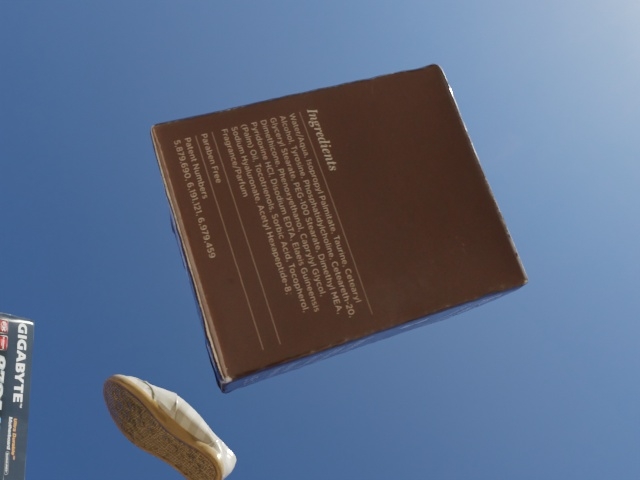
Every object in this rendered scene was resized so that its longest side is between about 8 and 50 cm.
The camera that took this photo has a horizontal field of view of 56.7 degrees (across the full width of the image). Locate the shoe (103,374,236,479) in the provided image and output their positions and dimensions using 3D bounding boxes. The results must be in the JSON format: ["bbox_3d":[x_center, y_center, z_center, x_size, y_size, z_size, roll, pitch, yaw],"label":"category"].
[{"bbox_3d":[-0.208,0.255,0.812,0.219,0.058,0.076,33,-69,17],"label":"shoe"}]

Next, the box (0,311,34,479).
[{"bbox_3d":[-0.327,0.159,0.455,0.220,0.051,0.175,-14,-112,17],"label":"box"}]

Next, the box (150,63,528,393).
[{"bbox_3d":[0.000,0.000,0.441,0.203,0.168,0.166,-16,-103,-13],"label":"box"}]
